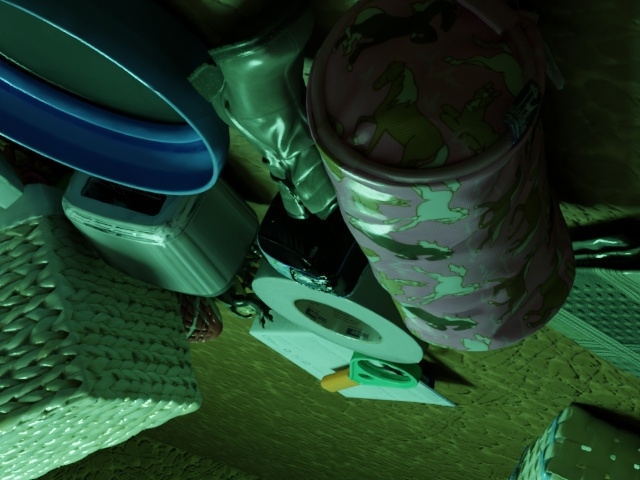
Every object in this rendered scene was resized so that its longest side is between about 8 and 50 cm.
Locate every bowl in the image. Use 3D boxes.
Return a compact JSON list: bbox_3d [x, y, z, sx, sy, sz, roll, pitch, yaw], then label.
[{"bbox_3d":[-0.256,-0.171,1.324,0.391,0.077,0.391,23,164,7],"label":"bowl"}]

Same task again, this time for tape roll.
[{"bbox_3d":[0.033,0.064,1.655,0.219,0.072,0.219,22,164,7],"label":"tape roll"}]

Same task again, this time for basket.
[{"bbox_3d":[0.357,0.369,1.862,0.255,0.201,0.289,23,132,7],"label":"basket"},{"bbox_3d":[-0.358,0.127,1.725,0.331,0.266,0.328,-25,164,15],"label":"basket"}]

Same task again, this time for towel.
[{"bbox_3d":[0.336,0.076,1.336,0.324,0.056,0.312,29,166,-23],"label":"towel"}]

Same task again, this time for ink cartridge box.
[{"bbox_3d":[0.052,0.160,1.965,0.224,0.045,0.223,0,152,46],"label":"ink cartridge box"}]

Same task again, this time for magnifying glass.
[{"bbox_3d":[0.059,0.179,1.899,0.092,0.026,0.231,27,160,-16],"label":"magnifying glass"}]

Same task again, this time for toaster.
[{"bbox_3d":[-0.173,-0.028,1.558,0.227,0.129,0.146,17,160,31],"label":"toaster"}]

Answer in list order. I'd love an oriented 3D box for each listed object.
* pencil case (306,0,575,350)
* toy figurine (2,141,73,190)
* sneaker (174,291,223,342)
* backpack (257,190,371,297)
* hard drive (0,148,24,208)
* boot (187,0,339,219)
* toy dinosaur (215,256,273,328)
[{"bbox_3d":[0.104,-0.040,1.075,0.167,0.160,0.386,0,158,12],"label":"pencil case"},{"bbox_3d":[-0.420,-0.085,1.794,0.159,0.130,0.173,41,136,-21],"label":"toy figurine"},{"bbox_3d":[-0.206,0.056,1.908,0.225,0.088,0.093,39,-162,29],"label":"sneaker"},{"bbox_3d":[0.000,0.000,1.447,0.114,0.105,0.084,21,163,29],"label":"backpack"},{"bbox_3d":[-0.450,-0.172,1.501,0.203,0.040,0.307,50,-179,38],"label":"hard drive"},{"bbox_3d":[-0.015,-0.098,1.111,0.161,0.083,0.246,53,167,-5],"label":"boot"},{"bbox_3d":[-0.119,0.051,1.852,0.118,0.064,0.268,20,161,37],"label":"toy dinosaur"}]
